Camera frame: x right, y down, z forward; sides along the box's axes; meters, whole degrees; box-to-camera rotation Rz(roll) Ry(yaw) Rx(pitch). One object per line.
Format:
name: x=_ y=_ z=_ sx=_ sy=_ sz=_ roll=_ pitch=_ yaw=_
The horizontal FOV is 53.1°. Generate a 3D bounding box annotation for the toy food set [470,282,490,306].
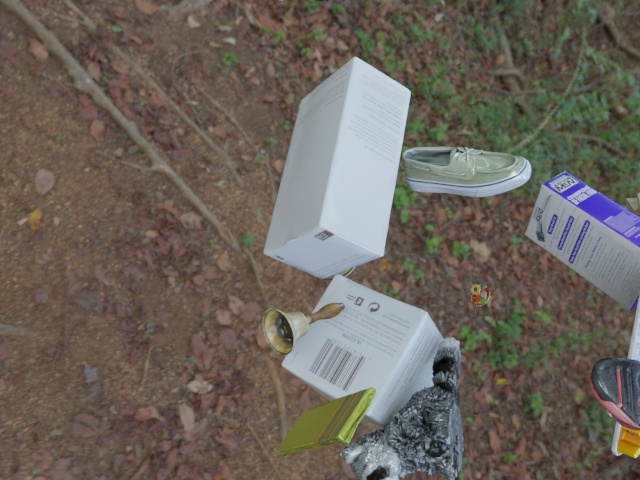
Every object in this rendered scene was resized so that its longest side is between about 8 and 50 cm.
toy food set: x=0.563 y=0.191 z=2.255 sx=0.020 sy=0.082 sz=0.083 roll=26 pitch=66 yaw=-35

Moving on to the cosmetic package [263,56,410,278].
cosmetic package: x=0.035 y=-0.139 z=1.279 sx=0.156 sy=0.217 sz=0.385 roll=23 pitch=66 yaw=-26

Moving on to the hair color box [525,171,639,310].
hair color box: x=0.701 y=-0.004 z=1.625 sx=0.110 sy=0.185 sz=0.339 roll=-28 pitch=52 yaw=-27

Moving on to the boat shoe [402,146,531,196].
boat shoe: x=0.319 y=-0.164 z=1.452 sx=0.094 sy=0.302 sz=0.109 roll=59 pitch=46 yaw=-37

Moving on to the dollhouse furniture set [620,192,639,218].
dollhouse furniture set: x=1.048 y=0.012 z=1.894 sx=0.362 sy=0.394 sz=0.256 roll=100 pitch=-15 yaw=-79

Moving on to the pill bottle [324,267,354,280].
pill bottle: x=0.000 y=0.000 z=1.945 sx=0.334 sy=0.188 sz=0.188 roll=48 pitch=33 yaw=-68

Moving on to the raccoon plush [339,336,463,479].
raccoon plush: x=0.236 y=0.491 z=1.778 sx=0.446 sy=0.299 sz=0.216 roll=-70 pitch=147 yaw=-48

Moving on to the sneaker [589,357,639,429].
sneaker: x=0.576 y=0.309 z=1.198 sx=0.314 sy=0.136 sz=0.116 roll=28 pitch=62 yaw=-29

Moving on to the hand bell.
hand bell: x=-0.025 y=0.208 z=1.724 sx=0.242 sy=0.126 sz=0.126 roll=-18 pitch=86 yaw=-42

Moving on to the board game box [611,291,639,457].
board game box: x=0.778 y=0.253 z=1.393 sx=0.390 sy=0.050 sz=0.390 roll=0 pitch=100 yaw=-40

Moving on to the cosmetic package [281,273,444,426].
cosmetic package: x=0.158 y=0.364 z=1.938 sx=0.327 sy=0.329 sz=0.394 roll=-59 pitch=146 yaw=-14

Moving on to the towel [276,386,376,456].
towel: x=0.006 y=0.304 z=1.057 sx=0.021 sy=0.237 sz=0.102 roll=45 pitch=55 yaw=-5
